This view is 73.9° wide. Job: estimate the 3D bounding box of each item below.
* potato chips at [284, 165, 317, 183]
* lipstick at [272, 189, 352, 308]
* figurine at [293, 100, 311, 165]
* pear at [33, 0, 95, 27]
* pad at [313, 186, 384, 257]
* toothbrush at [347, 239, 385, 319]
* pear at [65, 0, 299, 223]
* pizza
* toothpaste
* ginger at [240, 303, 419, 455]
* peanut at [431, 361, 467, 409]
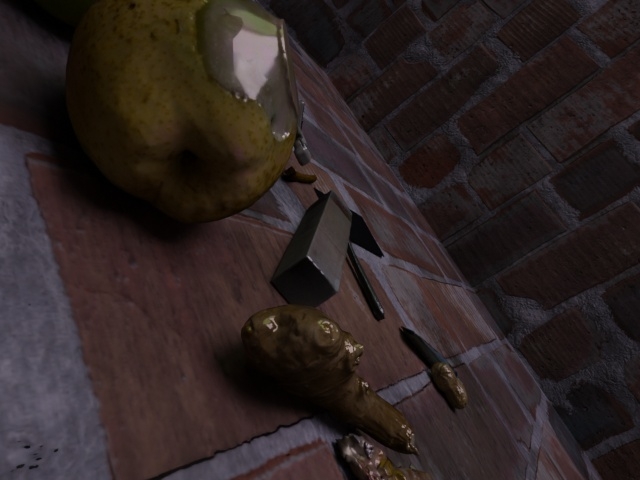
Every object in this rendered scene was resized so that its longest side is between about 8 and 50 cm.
[{"bbox_3d":[-0.046,-0.154,1.020,0.026,0.037,0.204,65,14,4],"label":"potato chips"},{"bbox_3d":[0.000,0.000,0.781,0.080,0.076,0.371,51,18,-12],"label":"lipstick"},{"bbox_3d":[-0.120,-0.304,0.942,0.308,0.143,0.308,33,13,-8],"label":"figurine"},{"bbox_3d":[-0.307,-0.370,0.571,0.187,0.187,0.220,63,7,28],"label":"pear"},{"bbox_3d":[0.081,-0.044,1.166,0.265,0.009,0.159,25,34,-52],"label":"pad"},{"bbox_3d":[0.076,0.047,0.956,0.030,0.030,0.297,40,22,-58],"label":"toothbrush"},{"bbox_3d":[-0.148,-0.152,0.487,0.271,0.271,0.271,45,20,-22],"label":"pear"},{"bbox_3d":[0.092,0.300,0.510,0.195,0.052,0.185,50,16,-7],"label":"pizza"},{"bbox_3d":[0.262,0.272,0.977,0.216,0.037,0.062,47,-16,-16],"label":"toothpaste"},{"bbox_3d":[0.025,0.163,0.484,0.294,0.131,0.086,46,39,-28],"label":"ginger"},{"bbox_3d":[0.284,0.319,0.935,0.113,0.054,0.054,56,19,3],"label":"peanut"}]
